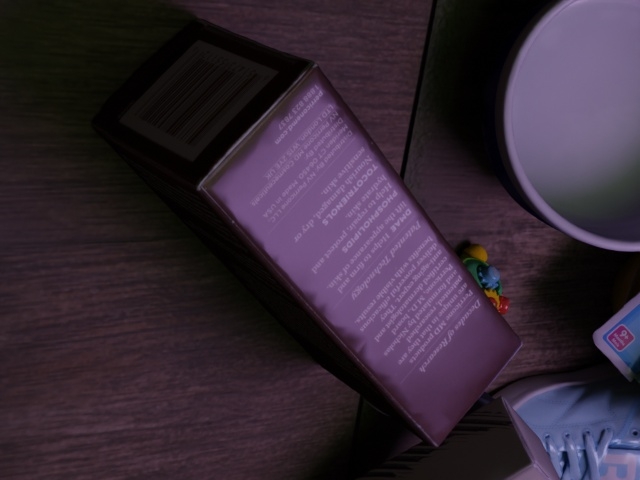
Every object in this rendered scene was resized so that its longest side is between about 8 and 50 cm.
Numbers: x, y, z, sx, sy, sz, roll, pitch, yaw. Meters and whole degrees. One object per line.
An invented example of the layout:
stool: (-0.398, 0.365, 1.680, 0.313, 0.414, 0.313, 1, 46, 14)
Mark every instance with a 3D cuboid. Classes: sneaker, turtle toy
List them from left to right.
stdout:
turtle toy: (0.162, 0.072, 1.273, 0.095, 0.066, 0.130, -38, 127, -17)
sneaker: (0.308, 0.233, 1.392, 0.366, 0.150, 0.135, -18, 118, -29)

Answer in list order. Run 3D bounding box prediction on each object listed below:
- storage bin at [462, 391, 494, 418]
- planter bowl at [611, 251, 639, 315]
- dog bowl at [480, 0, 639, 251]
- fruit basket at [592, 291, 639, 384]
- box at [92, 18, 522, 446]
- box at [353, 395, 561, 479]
storage bin: (0.138, 0.170, 1.281, 0.135, 0.091, 0.098, 30, 90, -41)
planter bowl: (0.413, 0.069, 1.432, 0.217, 0.090, 0.217, -8, 108, -26)
dog bowl: (0.295, -0.126, 1.186, 0.265, 0.104, 0.264, -1, 98, -5)
fruit basket: (0.524, 0.098, 1.303, 0.353, 0.165, 0.327, -41, 110, 12)
box: (0.000, 0.000, 1.044, 0.143, 0.191, 0.381, -47, 129, -11)
box: (0.104, 0.280, 1.228, 0.275, 0.094, 0.113, -31, 134, 10)
